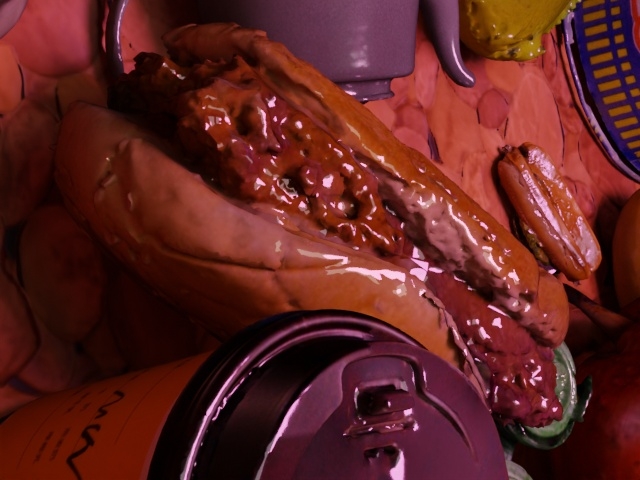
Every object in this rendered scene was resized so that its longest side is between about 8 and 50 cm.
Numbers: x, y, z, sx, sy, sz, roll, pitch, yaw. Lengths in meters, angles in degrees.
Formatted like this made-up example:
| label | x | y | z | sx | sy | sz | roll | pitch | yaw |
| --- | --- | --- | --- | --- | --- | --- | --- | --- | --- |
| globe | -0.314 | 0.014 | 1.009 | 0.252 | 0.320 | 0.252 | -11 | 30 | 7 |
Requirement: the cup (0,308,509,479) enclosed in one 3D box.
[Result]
| label | x | y | z | sx | sy | sz | roll | pitch | yaw |
| --- | --- | --- | --- | --- | --- | --- | --- | --- | --- |
| cup | -0.057 | 0.138 | 0.626 | 0.196 | 0.280 | 0.196 | 10 | 75 | -43 |

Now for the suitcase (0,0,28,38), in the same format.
| label | x | y | z | sx | sy | sz | roll | pitch | yaw |
| --- | --- | --- | --- | --- | --- | --- | --- | --- | --- |
| suitcase | -0.267 | -0.216 | 0.553 | 0.339 | 0.194 | 0.351 | -20 | 98 | -50 |

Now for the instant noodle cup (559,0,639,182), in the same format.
| label | x | y | z | sx | sy | sz | roll | pitch | yaw |
| --- | --- | --- | --- | --- | --- | --- | --- | --- | --- |
| instant noodle cup | 0.410 | -0.199 | 1.104 | 0.284 | 0.312 | 0.284 | 8 | 78 | -43 |

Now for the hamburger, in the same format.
| label | x | y | z | sx | sy | sz | roll | pitch | yaw |
| --- | --- | --- | --- | --- | --- | --- | --- | --- | --- |
| hamburger | 0.000 | 0.000 | 0.707 | 0.155 | 0.282 | 0.245 | -55 | 156 | -9 |

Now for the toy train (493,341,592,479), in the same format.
| label | x | y | z | sx | sy | sz | roll | pitch | yaw |
| --- | --- | --- | --- | --- | --- | --- | --- | --- | --- |
| toy train | 0.062 | 0.121 | 0.851 | 0.188 | 0.132 | 0.243 | 34 | 59 | -29 |

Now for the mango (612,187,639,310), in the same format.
| label | x | y | z | sx | sy | sz | roll | pitch | yaw |
| --- | --- | --- | --- | --- | --- | --- | --- | --- | --- |
| mango | 0.310 | 0.043 | 1.122 | 0.130 | 0.092 | 0.194 | -17 | 100 | -45 |

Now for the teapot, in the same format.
| label | x | y | z | sx | sy | sz | roll | pitch | yaw |
| --- | --- | --- | --- | --- | --- | --- | --- | --- | --- |
| teapot | -0.016 | -0.130 | 0.817 | 0.239 | 0.162 | 0.149 | -7 | 100 | -19 |

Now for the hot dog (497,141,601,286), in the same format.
| label | x | y | z | sx | sy | sz | roll | pitch | yaw |
| --- | --- | --- | --- | --- | --- | --- | --- | --- | --- |
| hot dog | 0.179 | -0.019 | 1.048 | 0.056 | 0.041 | 0.133 | -39 | 102 | -40 |

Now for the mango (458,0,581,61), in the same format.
| label | x | y | z | sx | sy | sz | roll | pitch | yaw |
| --- | --- | --- | --- | --- | --- | --- | --- | --- | --- |
| mango | 0.153 | -0.207 | 1.013 | 0.178 | 0.100 | 0.119 | -28 | 139 | -51 |

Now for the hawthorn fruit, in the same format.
| label | x | y | z | sx | sy | sz | roll | pitch | yaw |
| --- | --- | --- | --- | --- | --- | --- | --- | --- | --- |
| hawthorn fruit | 0.273 | 0.142 | 0.991 | 0.300 | 0.254 | 0.254 | 43 | 52 | 3 |
